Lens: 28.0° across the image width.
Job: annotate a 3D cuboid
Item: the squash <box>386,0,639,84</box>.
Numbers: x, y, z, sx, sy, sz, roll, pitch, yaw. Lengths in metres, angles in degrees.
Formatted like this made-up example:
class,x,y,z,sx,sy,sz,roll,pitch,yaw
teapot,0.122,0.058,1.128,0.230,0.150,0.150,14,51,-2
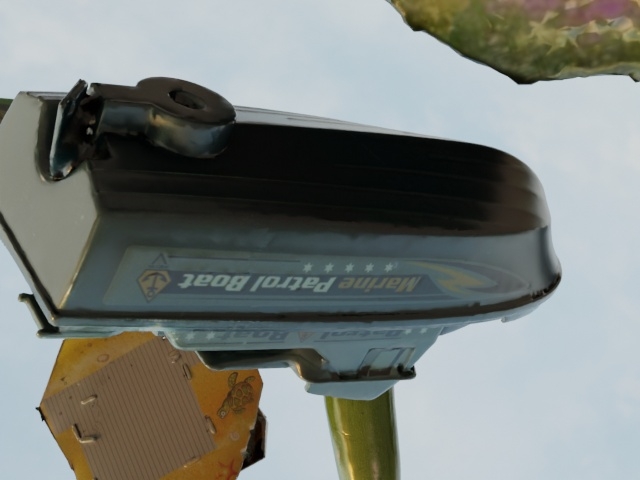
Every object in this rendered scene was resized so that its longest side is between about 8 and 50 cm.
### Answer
class,x,y,z,sx,sy,sz,roll,pitch,yaw
squash,0.165,-0.267,0.696,0.310,0.310,0.309,26,-152,8

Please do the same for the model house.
class,x,y,z,sx,sy,sz,roll,pitch,yaw
model house,-0.128,0.165,1.214,0.219,0.136,0.207,-31,-111,8

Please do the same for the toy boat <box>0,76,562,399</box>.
class,x,y,z,sx,sy,sz,roll,pitch,yaw
toy boat,-0.002,0.003,0.569,0.296,0.122,0.114,5,-150,-37

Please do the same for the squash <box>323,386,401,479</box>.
class,x,y,z,sx,sy,sz,roll,pitch,yaw
squash,0.038,0.169,1.149,0.066,0.066,0.201,-2,-99,-21

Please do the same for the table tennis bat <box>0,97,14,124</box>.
class,x,y,z,sx,sy,sz,roll,pitch,yaw
table tennis bat,-0.220,-0.078,1.081,0.160,0.039,0.257,36,-149,12
